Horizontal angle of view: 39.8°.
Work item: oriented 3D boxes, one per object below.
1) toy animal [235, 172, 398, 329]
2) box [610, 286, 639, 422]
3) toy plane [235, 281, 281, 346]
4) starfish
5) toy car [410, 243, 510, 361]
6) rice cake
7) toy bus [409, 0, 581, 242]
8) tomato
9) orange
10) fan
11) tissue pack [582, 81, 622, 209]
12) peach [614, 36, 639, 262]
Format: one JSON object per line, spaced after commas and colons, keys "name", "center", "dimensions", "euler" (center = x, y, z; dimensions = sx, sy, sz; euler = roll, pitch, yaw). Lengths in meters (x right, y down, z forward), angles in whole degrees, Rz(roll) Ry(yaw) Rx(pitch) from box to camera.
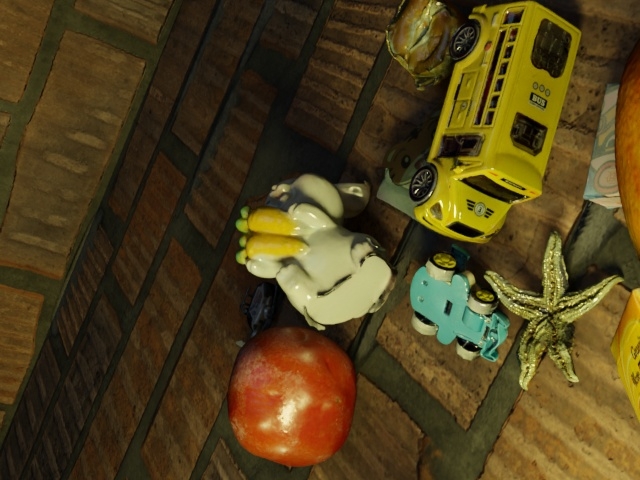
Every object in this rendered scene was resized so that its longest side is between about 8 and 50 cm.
{"name": "toy animal", "center": [-0.003, -0.004, 1.496], "dimensions": [0.183, 0.247, 0.310], "euler": [-55, 40, 21]}
{"name": "box", "center": [0.326, 0.184, 0.766], "dimensions": [0.152, 0.043, 0.269], "euler": [73, -179, -62]}
{"name": "toy plane", "center": [-0.125, 0.160, 1.771], "dimensions": [0.078, 0.053, 0.197], "euler": [9, 78, 50]}
{"name": "starfish", "center": [0.303, 0.084, 1.123], "dimensions": [0.175, 0.053, 0.208], "euler": [-27, 60, 37]}
{"name": "toy car", "center": [0.211, 0.086, 1.253], "dimensions": [0.161, 0.098, 0.126], "euler": [32, 132, 31]}
{"name": "rice cake", "center": [0.164, -0.091, 1.452], "dimensions": [0.211, 0.038, 0.124], "euler": [30, 96, 60]}
{"name": "toy bus", "center": [0.249, -0.163, 1.251], "dimensions": [0.151, 0.145, 0.331], "euler": [7, 79, 57]}
{"name": "tomato", "center": [-0.041, 0.249, 1.432], "dimensions": [0.188, 0.232, 0.232], "euler": [-5, 68, 34]}
{"name": "orange", "center": [0.189, -0.338, 1.479], "dimensions": [0.160, 0.112, 0.170], "euler": [6, 103, 48]}
{"name": "fan", "center": [0.170, -0.128, 1.414], "dimensions": [0.152, 0.008, 0.227], "euler": [-42, 30, 18]}
{"name": "tissue pack", "center": [0.393, -0.118, 1.075], "dimensions": [0.115, 0.065, 0.155], "euler": [3, 77, 60]}
{"name": "peach", "center": [0.398, -0.073, 0.828], "dimensions": [0.242, 0.306, 0.381], "euler": [-8, 72, 49]}
